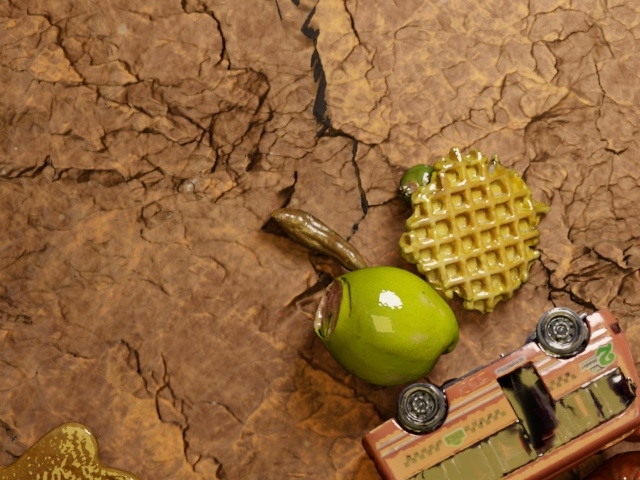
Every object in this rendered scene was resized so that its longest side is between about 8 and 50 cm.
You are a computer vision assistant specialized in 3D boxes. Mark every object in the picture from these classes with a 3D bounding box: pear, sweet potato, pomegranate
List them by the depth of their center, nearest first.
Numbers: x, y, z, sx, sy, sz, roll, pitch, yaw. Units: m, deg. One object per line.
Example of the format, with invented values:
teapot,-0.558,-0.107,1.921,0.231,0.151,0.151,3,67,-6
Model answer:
pear,0.111,0.138,1.731,0.219,0.187,0.187,22,84,-18
pomegranate,0.164,-0.090,1.793,0.073,0.084,0.073,0,94,6
sweet potato,0.001,-0.001,1.795,0.182,0.054,0.053,31,51,3

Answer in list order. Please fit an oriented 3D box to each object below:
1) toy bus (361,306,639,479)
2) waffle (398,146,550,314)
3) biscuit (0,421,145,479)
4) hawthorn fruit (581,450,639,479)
toy bus,0.287,0.281,1.688,0.427,0.203,0.233,-27,74,-3
waffle,0.250,-0.016,1.778,0.254,0.052,0.245,34,81,-18
biscuit,-0.410,0.429,1.741,0.343,0.057,0.287,1,86,-2
hawthorn fruit,0.519,0.483,1.683,0.276,0.276,0.307,-34,103,-4
